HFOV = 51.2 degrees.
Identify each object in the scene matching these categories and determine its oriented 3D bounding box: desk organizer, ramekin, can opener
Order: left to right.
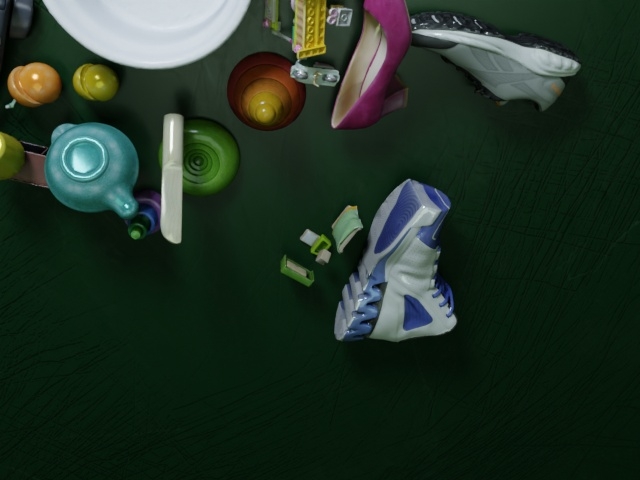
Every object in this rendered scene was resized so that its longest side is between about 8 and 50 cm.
[{"bbox_3d":[-0.455,-0.264,0.933,0.073,0.059,0.186,15,119,-28],"label":"can opener"},{"bbox_3d":[-0.407,-0.109,1.029,0.130,0.047,0.050,13,111,-11],"label":"desk organizer"},{"bbox_3d":[-0.216,-0.371,0.854,0.277,0.135,0.277,-1,117,-3],"label":"ramekin"}]

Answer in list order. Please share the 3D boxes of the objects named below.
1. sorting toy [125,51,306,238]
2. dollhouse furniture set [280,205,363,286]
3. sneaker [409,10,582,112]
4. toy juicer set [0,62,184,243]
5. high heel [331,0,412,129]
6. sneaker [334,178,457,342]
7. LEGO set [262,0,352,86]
[{"bbox_3d":[-0.169,-0.120,0.994,0.365,0.126,0.127,-40,113,16],"label":"sorting toy"},{"bbox_3d":[0.000,0.000,1.093,0.058,0.076,0.152,31,112,-19],"label":"dollhouse furniture set"},{"bbox_3d":[0.238,-0.256,0.964,0.271,0.100,0.108,14,121,-11],"label":"sneaker"},{"bbox_3d":[-0.318,-0.142,0.973,0.328,0.089,0.209,21,80,-2],"label":"toy juicer set"},{"bbox_3d":[0.058,-0.259,0.926,0.117,0.082,0.244,-23,147,-10],"label":"high heel"},{"bbox_3d":[0.160,0.057,1.116,0.182,0.127,0.316,15,122,-15],"label":"sneaker"},{"bbox_3d":[-0.001,-0.362,0.913,0.132,0.107,0.287,1,119,-44],"label":"LEGO set"}]
